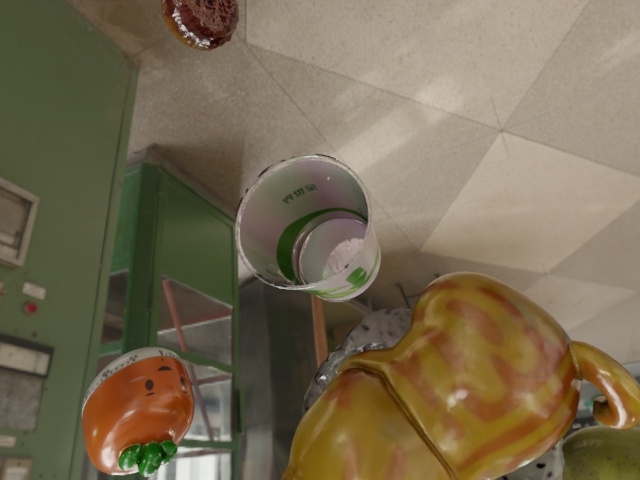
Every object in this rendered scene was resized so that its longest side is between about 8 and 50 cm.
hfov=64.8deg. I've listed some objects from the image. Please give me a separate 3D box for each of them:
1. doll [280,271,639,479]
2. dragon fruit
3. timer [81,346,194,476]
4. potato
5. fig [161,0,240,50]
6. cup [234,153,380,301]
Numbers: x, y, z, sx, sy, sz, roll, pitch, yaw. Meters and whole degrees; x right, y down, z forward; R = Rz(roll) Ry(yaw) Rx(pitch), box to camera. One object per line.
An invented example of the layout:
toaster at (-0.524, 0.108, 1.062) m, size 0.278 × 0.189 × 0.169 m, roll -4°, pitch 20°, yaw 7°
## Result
doll at (0.094, 0.150, 0.424) m, size 0.269 × 0.167 × 0.162 m, roll -37°, pitch -166°, yaw -5°
dragon fruit at (0.140, 0.221, 0.626) m, size 0.282 × 0.204 × 0.221 m, roll -2°, pitch 143°, yaw 21°
timer at (-0.188, 0.186, 0.522) m, size 0.099 × 0.136 × 0.136 m, roll 25°, pitch 141°, yaw -33°
potato at (0.391, 0.294, 0.578) m, size 0.113 × 0.150 × 0.251 m, roll -15°, pitch -167°, yaw -35°
fig at (-0.189, -0.364, 0.794) m, size 0.119 × 0.153 × 0.119 m, roll -7°, pitch 123°, yaw -11°
cup at (0.000, 0.000, 0.991) m, size 0.253 × 0.253 × 0.274 m, roll -12°, pitch 160°, yaw 13°
